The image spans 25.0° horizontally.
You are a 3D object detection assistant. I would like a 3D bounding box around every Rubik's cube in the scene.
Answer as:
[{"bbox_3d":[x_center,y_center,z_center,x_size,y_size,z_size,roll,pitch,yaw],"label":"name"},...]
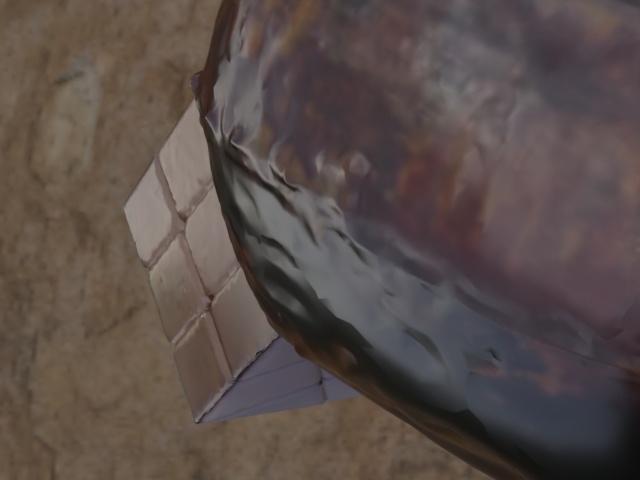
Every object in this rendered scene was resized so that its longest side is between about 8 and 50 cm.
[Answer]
[{"bbox_3d":[0.000,0.000,1.201,0.221,0.231,0.224,-48,55,48],"label":"Rubik's cube"}]

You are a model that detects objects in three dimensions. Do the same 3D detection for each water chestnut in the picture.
[{"bbox_3d":[0.137,-0.054,0.544,0.350,0.350,0.302,39,120,42],"label":"water chestnut"}]
